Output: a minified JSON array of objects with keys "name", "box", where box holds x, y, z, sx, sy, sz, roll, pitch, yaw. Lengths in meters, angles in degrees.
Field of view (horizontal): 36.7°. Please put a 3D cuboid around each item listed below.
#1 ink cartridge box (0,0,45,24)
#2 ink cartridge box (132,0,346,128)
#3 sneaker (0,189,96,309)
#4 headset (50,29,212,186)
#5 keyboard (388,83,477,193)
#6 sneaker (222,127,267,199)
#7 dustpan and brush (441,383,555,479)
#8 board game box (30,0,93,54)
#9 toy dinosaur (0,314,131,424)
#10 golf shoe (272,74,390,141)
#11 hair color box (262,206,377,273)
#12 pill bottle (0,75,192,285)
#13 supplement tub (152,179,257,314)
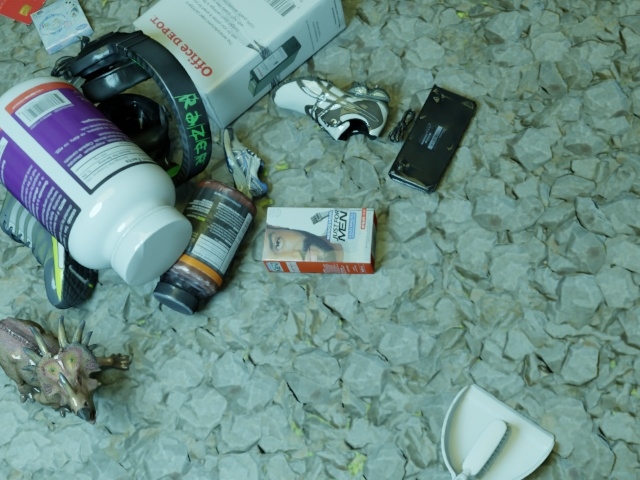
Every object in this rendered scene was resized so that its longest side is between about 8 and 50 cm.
[{"name":"ink cartridge box","box":[-0.600,-0.517,1.812,0.224,0.056,0.181,21,72,19]},{"name":"ink cartridge box","box":[-0.136,-0.364,1.629,0.289,0.121,0.211,-41,66,-9]},{"name":"sneaker","box":[-0.443,-0.013,1.545,0.121,0.111,0.300,-24,58,7]},{"name":"headset","box":[-0.301,-0.239,1.561,0.394,0.244,0.185,25,46,36]},{"name":"keyboard","box":[0.168,-0.168,1.549,0.108,0.023,0.180,24,71,12]},{"name":"sneaker","box":[-0.122,-0.125,1.567,0.058,0.052,0.135,-16,72,-9]},{"name":"dustpan and brush","box":[0.207,0.307,1.311,0.147,0.060,0.211,32,75,20]},{"name":"board game box","box":[-0.470,-0.394,1.753,0.090,0.020,0.090,-27,64,-4]},{"name":"toy dinosaur","box":[-0.410,0.167,1.396,0.295,0.200,0.127,18,70,17]},{"name":"golf shoe","box":[0.011,-0.210,1.563,0.198,0.077,0.094,6,68,13]},{"name":"hair color box","box":[0.000,0.000,1.485,0.167,0.053,0.093,0,67,11]},{"name":"pill bottle","box":[-0.340,-0.083,1.410,0.181,0.181,0.323,-44,71,-11]},{"name":"supplement tub","box":[-0.183,0.013,1.481,0.106,0.106,0.198,21,72,17]}]
